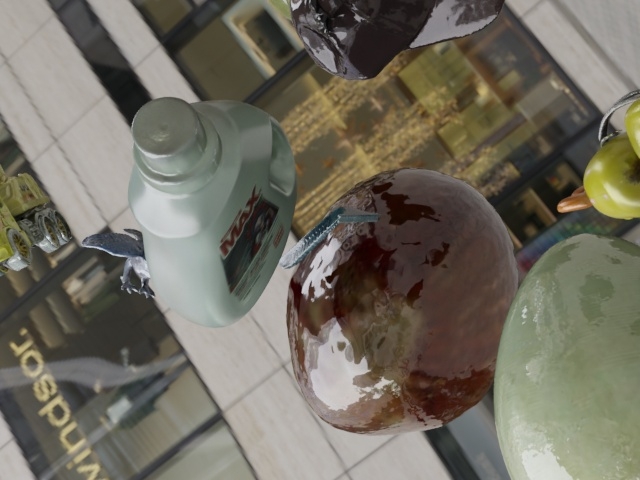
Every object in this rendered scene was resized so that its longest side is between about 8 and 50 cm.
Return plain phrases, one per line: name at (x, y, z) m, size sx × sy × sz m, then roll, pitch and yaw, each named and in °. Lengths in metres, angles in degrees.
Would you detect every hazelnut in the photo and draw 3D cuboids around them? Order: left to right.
hazelnut at (0.118, 0.095, 1.337) m, size 0.353 × 0.421 × 0.421 m, roll 37°, pitch -172°, yaw 18°

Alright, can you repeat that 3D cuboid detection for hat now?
hat at (0.072, -0.369, 1.206) m, size 0.209 × 0.336 × 0.238 m, roll 21°, pitch -118°, yaw -52°

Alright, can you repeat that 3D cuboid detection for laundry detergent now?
laundry detergent at (-0.122, -0.060, 1.018) m, size 0.125 × 0.264 × 0.398 m, roll 24°, pitch 165°, yaw 13°

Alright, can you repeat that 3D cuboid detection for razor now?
razor at (-0.002, -0.006, 1.176) m, size 0.066 × 0.190 × 0.033 m, roll -4°, pitch -110°, yaw -35°

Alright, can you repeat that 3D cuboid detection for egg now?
egg at (0.256, 0.128, 0.760) m, size 0.218 × 0.218 × 0.295 m, roll 36°, pitch -139°, yaw -48°

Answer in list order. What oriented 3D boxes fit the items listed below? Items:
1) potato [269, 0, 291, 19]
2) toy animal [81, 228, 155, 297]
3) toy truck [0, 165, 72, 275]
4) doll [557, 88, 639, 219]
potato at (-0.033, -0.468, 1.588) m, size 0.186 × 0.148 × 0.253 m, roll 28°, pitch -172°, yaw -8°
toy animal at (-0.312, 0.027, 1.685) m, size 0.239 × 0.176 × 0.255 m, roll 8°, pitch -143°, yaw -40°
toy truck at (-0.421, -0.028, 1.116) m, size 0.157 × 0.124 × 0.272 m, roll 62°, pitch -178°, yaw -9°
doll at (0.347, -0.086, 0.978) m, size 0.135 × 0.143 × 0.221 m, roll 55°, pitch 166°, yaw 4°
